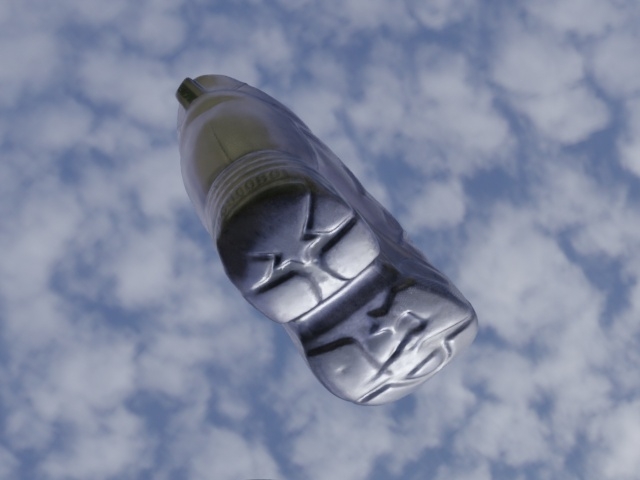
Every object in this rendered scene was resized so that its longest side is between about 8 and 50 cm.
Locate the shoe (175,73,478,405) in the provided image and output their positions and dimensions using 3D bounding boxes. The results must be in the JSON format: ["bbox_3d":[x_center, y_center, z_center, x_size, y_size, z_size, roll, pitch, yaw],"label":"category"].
[{"bbox_3d":[0.000,0.000,0.918,0.095,0.245,0.137,-35,-129,10],"label":"shoe"}]

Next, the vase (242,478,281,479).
[{"bbox_3d":[0.037,0.182,0.589,0.128,0.248,0.128,-32,-141,31],"label":"vase"}]
